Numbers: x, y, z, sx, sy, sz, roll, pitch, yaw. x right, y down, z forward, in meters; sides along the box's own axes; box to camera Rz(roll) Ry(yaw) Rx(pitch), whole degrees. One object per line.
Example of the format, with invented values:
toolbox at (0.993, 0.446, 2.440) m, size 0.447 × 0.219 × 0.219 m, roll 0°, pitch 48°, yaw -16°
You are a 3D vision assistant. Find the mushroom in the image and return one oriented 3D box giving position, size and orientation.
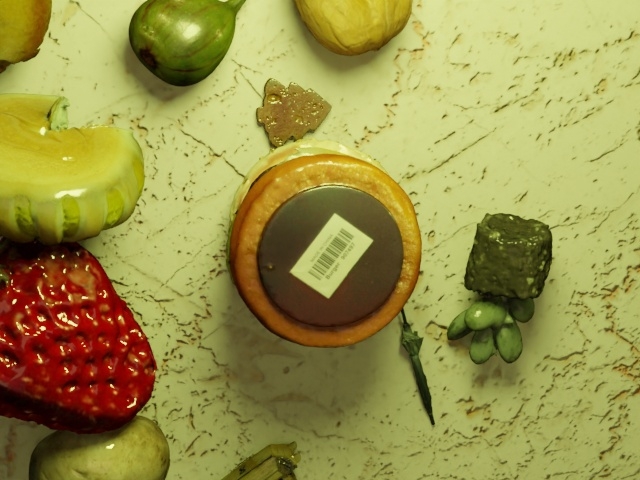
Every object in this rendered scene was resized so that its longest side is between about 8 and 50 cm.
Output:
mushroom at (-0.376, 0.392, 1.623) m, size 0.255 × 0.184 × 0.254 m, roll -23°, pitch 139°, yaw -21°

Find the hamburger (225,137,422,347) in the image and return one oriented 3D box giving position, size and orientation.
hamburger at (0.000, 0.000, 1.543) m, size 0.330 × 0.250 × 0.329 m, roll -2°, pitch 107°, yaw -6°

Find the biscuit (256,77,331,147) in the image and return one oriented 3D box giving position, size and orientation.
biscuit at (-0.045, -0.220, 1.602) m, size 0.130 × 0.019 × 0.119 m, roll -5°, pitch 103°, yaw -5°

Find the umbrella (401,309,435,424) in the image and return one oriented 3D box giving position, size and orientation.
umbrella at (0.184, 0.225, 1.733) m, size 0.044 × 0.044 × 0.269 m, roll -37°, pitch 117°, yaw -36°

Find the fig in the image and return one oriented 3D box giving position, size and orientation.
fig at (-0.183, -0.358, 1.522) m, size 0.259 × 0.151 × 0.151 m, roll -40°, pitch 106°, yaw -25°

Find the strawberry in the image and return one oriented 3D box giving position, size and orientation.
strawberry at (-0.432, 0.167, 1.517) m, size 0.345 × 0.317 × 0.295 m, roll 42°, pitch 131°, yaw -18°

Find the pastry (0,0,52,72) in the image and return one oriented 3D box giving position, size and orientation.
pastry at (-0.580, -0.386, 1.393) m, size 0.356 × 0.164 × 0.356 m, roll 0°, pitch 122°, yaw -1°

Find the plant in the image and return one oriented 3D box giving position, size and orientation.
plant at (0.320, 0.094, 1.652) m, size 0.146 × 0.149 × 0.274 m, roll 27°, pitch 121°, yaw 31°

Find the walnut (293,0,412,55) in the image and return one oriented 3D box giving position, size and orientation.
walnut at (0.048, -0.408, 1.492) m, size 0.193 × 0.193 × 0.225 m, roll -29°, pitch 115°, yaw 0°

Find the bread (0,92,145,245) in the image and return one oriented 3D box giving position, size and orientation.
bread at (-0.448, -0.099, 1.448) m, size 0.333 × 0.333 × 0.160 m, roll 7°, pitch 127°, yaw -9°

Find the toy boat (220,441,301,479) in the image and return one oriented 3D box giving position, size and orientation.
toy boat at (-0.126, 0.457, 1.728) m, size 0.226 × 0.068 × 0.088 m, roll -38°, pitch 110°, yaw 2°
